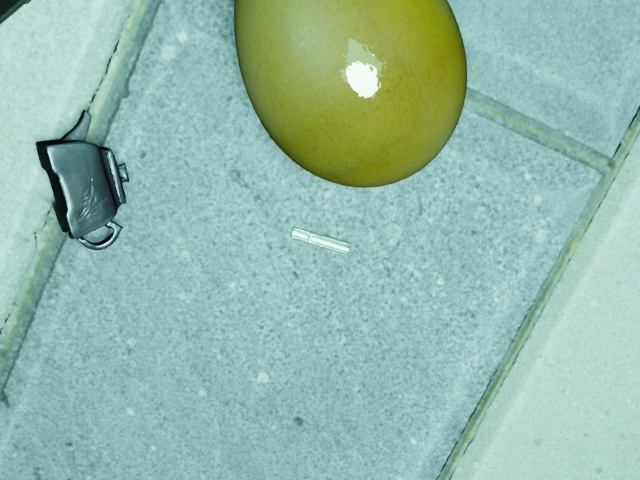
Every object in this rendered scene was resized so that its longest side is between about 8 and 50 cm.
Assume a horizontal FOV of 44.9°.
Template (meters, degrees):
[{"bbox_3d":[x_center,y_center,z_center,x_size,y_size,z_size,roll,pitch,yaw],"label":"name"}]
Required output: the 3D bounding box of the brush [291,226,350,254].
[{"bbox_3d":[0.000,0.000,1.065,0.084,0.013,0.016,16,98,-3],"label":"brush"}]

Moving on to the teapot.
[{"bbox_3d":[-0.292,-0.075,0.983,0.096,0.087,0.177,-19,108,-25],"label":"teapot"}]

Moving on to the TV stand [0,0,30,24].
[{"bbox_3d":[-0.367,-0.308,0.928,0.256,0.040,0.049,-37,105,5],"label":"TV stand"}]

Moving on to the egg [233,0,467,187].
[{"bbox_3d":[0.030,-0.216,0.888,0.250,0.250,0.322,-28,97,2],"label":"egg"}]
